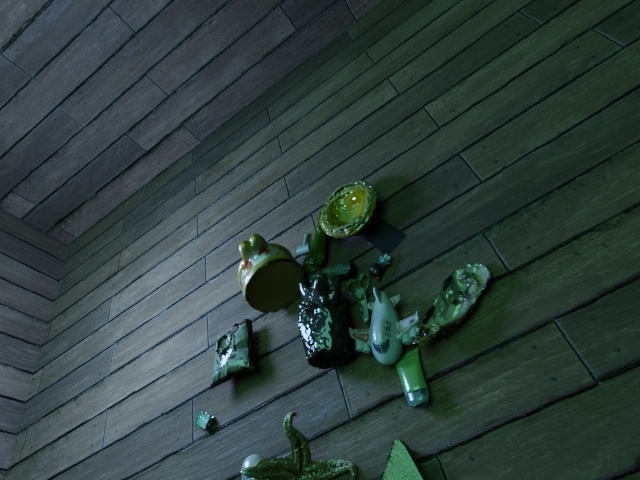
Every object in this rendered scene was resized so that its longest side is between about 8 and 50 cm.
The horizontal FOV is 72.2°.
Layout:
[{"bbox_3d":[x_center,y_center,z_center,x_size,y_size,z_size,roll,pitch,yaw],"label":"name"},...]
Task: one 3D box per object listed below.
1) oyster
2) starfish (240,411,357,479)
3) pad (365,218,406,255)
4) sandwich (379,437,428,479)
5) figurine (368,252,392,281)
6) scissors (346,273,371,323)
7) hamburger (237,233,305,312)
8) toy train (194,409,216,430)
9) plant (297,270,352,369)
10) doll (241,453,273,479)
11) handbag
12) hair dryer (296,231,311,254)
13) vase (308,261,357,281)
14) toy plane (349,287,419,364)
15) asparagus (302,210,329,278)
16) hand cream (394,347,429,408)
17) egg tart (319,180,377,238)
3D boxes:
[{"bbox_3d":[0.405,0.202,1.365,0.345,0.079,0.128,-47,49,-13],"label":"oyster"},{"bbox_3d":[-0.056,0.704,1.300,0.326,0.094,0.376,-16,80,-8],"label":"starfish"},{"bbox_3d":[0.250,-0.014,1.712,0.112,0.003,0.157,-46,42,0],"label":"pad"},{"bbox_3d":[0.250,0.683,1.141,0.212,0.063,0.245,10,67,39],"label":"sandwich"},{"bbox_3d":[0.224,0.097,1.621,0.060,0.047,0.106,42,80,12],"label":"figurine"},{"bbox_3d":[0.153,0.214,1.598,0.101,0.027,0.205,-32,42,20],"label":"scissors"},{"bbox_3d":[-0.219,0.126,1.764,0.261,0.303,0.186,-39,46,0],"label":"hamburger"},{"bbox_3d":[-0.451,0.700,1.708,0.093,0.038,0.057,6,65,41],"label":"toy train"},{"bbox_3d":[0.010,0.274,1.546,0.181,0.194,0.321,-25,49,17],"label":"plant"},{"bbox_3d":[-0.223,0.818,1.378,0.272,0.144,0.208,-59,22,-18],"label":"doll"},{"bbox_3d":[-0.354,0.454,1.752,0.212,0.127,0.235,-32,42,18],"label":"handbag"},{"bbox_3d":[-0.063,0.008,1.932,0.063,0.038,0.124,-16,43,27],"label":"hair dryer"},{"bbox_3d":[0.041,0.132,1.730,0.211,0.060,0.060,-15,50,32],"label":"vase"},{"bbox_3d":[0.210,0.282,1.435,0.252,0.118,0.252,-21,50,27],"label":"toy plane"},{"bbox_3d":[-0.002,-0.001,1.855,0.085,0.082,0.343,132,158,-60],"label":"asparagus"},{"bbox_3d":[0.280,0.419,1.327,0.095,0.046,0.175,-35,35,20],"label":"hand cream"},{"bbox_3d":[0.125,-0.120,1.809,0.288,0.118,0.289,-22,47,26],"label":"egg tart"}]
